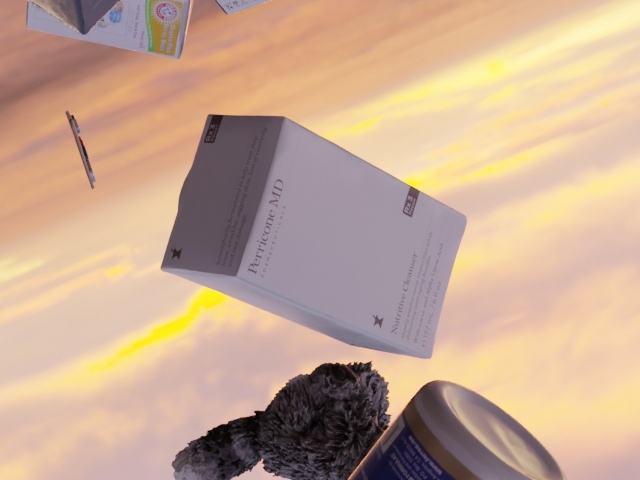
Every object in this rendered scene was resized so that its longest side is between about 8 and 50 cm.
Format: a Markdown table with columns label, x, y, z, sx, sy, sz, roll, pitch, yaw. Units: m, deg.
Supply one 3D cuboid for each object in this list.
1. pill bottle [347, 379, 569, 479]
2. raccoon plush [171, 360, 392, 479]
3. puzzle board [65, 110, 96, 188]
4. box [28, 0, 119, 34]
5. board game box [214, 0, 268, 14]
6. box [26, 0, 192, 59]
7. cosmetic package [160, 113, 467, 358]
| label | x | y | z | sx | sy | sz | roll | pitch | yaw |
| --- | --- | --- | --- | --- | --- | --- | --- | --- | --- |
| pill bottle | 0.071 | 0.258 | 1.190 | 0.264 | 0.153 | 0.153 | -54 | 177 | 14 |
| raccoon plush | 0.001 | 0.407 | 2.380 | 0.446 | 0.299 | 0.216 | -33 | 148 | 21 |
| puzzle board | -0.322 | -0.124 | 1.947 | 0.011 | 0.096 | 0.128 | -19 | -166 | -8 |
| box | -0.175 | -0.280 | 1.059 | 0.153 | 0.108 | 0.207 | -50 | 165 | -24 |
| board game box | 0.034 | -0.347 | 1.475 | 0.305 | 0.053 | 0.193 | -12 | -138 | 39 |
| box | -0.264 | -0.324 | 1.859 | 0.203 | 0.103 | 0.114 | 12 | -134 | -5 |
| cosmetic package | 0.000 | 0.000 | 1.874 | 0.156 | 0.217 | 0.385 | 7 | 168 | 43 |
